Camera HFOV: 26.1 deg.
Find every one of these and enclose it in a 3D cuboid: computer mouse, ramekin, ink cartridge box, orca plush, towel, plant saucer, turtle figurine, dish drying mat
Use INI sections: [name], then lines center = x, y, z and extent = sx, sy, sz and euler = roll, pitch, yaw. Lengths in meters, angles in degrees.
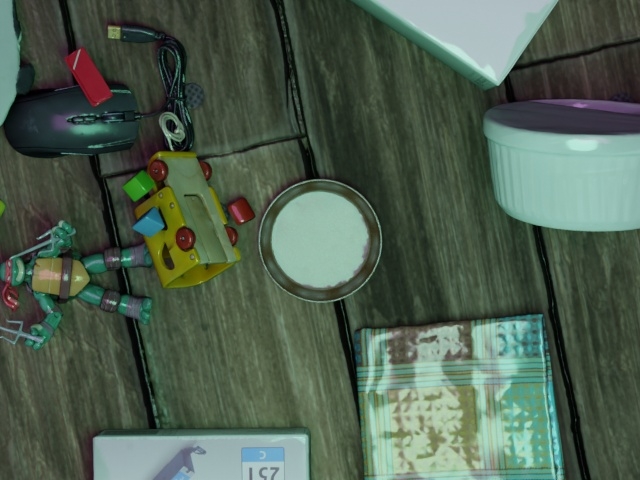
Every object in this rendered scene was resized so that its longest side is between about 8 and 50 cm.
[computer mouse]
center = -0.302, -0.201, 1.865
extent = 0.262, 0.060, 0.184
euler = 1, 94, 1
[ramekin]
center = 0.341, -0.098, 1.764
extent = 0.272, 0.273, 0.127
euler = 0, 106, 1
[ink cartridge box]
center = -0.159, 0.391, 1.897
extent = 0.296, 0.066, 0.261
euler = -1, 93, 2
[orca plush]
center = -0.474, -0.269, 1.847
extent = 0.102, 0.151, 0.287
euler = -10, 87, 38
[towel]
center = 0.189, 0.292, 1.852
extent = 0.271, 0.040, 0.370
euler = -6, 84, 9
[plant saucer]
center = 0.000, 0.000, 1.887
extent = 0.168, 0.029, 0.168
euler = 0, 94, 2
[turtle figurine]
center = -0.344, 0.049, 1.855
extent = 0.234, 0.118, 0.175
euler = 3, 109, -14
[dish drying mat]
center = -0.310, -0.218, 1.842
extent = 0.032, 0.008, 0.083
euler = -31, 74, -5

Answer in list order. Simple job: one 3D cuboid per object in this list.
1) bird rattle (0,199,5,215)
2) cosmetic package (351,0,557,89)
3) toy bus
[bird rattle]
center = -0.538, 0.033, 1.879
extent = 0.207, 0.143, 0.254
euler = 24, 107, 11
[cosmetic package]
center = 0.114, -0.356, 1.780
extent = 0.365, 0.197, 0.155
euler = 35, 94, 0
[toy bus]
center = -0.194, -0.034, 1.835
extent = 0.104, 0.202, 0.191
euler = -32, 117, 33
